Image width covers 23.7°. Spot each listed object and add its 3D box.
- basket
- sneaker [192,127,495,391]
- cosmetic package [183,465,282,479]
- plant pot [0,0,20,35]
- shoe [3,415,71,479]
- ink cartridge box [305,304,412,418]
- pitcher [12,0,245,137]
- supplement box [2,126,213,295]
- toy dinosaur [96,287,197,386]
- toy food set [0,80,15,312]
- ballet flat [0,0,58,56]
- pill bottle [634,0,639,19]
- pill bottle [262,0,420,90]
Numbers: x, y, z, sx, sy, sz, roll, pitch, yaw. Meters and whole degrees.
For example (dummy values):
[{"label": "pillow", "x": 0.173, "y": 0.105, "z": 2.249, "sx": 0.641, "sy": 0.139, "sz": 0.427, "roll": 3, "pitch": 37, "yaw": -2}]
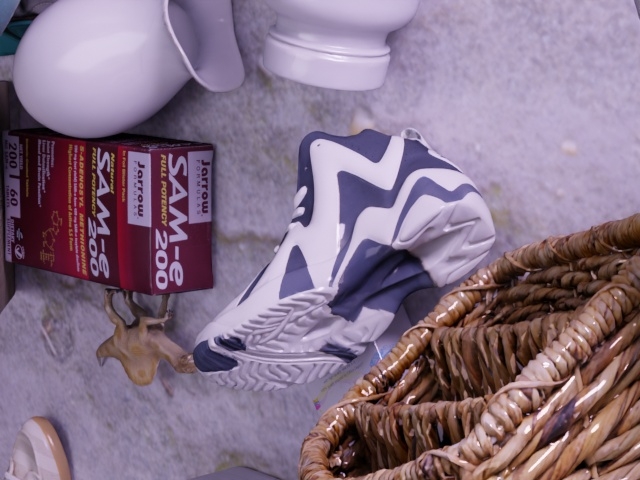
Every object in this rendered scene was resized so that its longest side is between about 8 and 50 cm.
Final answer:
[{"label": "basket", "x": 0.095, "y": 0.111, "z": 0.914, "sx": 0.299, "sy": 0.213, "sz": 0.223, "roll": 162, "pitch": 99, "yaw": -74}, {"label": "sneaker", "x": 0.000, "y": 0.000, "z": 1.109, "sx": 0.235, "sy": 0.094, "sz": 0.153, "roll": -38, "pitch": 40, "yaw": 13}, {"label": "cosmetic package", "x": -0.086, "y": 0.285, "z": 1.220, "sx": 0.151, "sy": 0.183, "sz": 0.151, "roll": 11, "pitch": 103, "yaw": 46}, {"label": "plant pot", "x": -0.343, "y": -0.329, "z": 1.325, "sx": 0.290, "sy": 0.195, "sz": 0.290, "roll": -48, "pitch": 31, "yaw": 43}, {"label": "shoe", "x": -0.294, "y": 0.288, "z": 1.543, "sx": 0.076, "sy": 0.058, "sz": 0.219, "roll": 11, "pitch": 103, "yaw": 46}, {"label": "ink cartridge box", "x": 0.035, "y": 0.102, "z": 1.160, "sx": 0.088, "sy": 0.052, "sz": 0.122, "roll": -38, "pitch": 68, "yaw": 43}, {"label": "pitcher", "x": -0.163, "y": -0.185, "z": 1.304, "sx": 0.207, "sy": 0.125, "sz": 0.178, "roll": -14, "pitch": 64, "yaw": 38}, {"label": "supplement box", "x": -0.196, "y": -0.031, "z": 1.381, "sx": 0.239, "sy": 0.073, "sz": 0.130, "roll": 9, "pitch": 103, "yaw": 46}, {"label": "toy dinosaur", "x": -0.173, "y": 0.087, "z": 1.387, "sx": 0.183, "sy": 0.053, "sz": 0.093, "roll": -1, "pitch": 96, "yaw": 48}, {"label": "toy food set", "x": -0.348, "y": -0.041, "z": 1.440, "sx": 0.306, "sy": 0.092, "sz": 0.220, "roll": -129, "pitch": 38, "yaw": -81}, {"label": "ballet flat", "x": -0.290, "y": -0.221, "z": 1.476, "sx": 0.213, "sy": 0.072, "sz": 0.068, "roll": 2, "pitch": 69, "yaw": 47}, {"label": "pill bottle", "x": 0.263, "y": -0.017, "z": 0.741, "sx": 0.176, "sy": 0.176, "sz": 0.319, "roll": -13, "pitch": 103, "yaw": 48}, {"label": "pill bottle", "x": 0.020, "y": -0.222, "z": 1.080, "sx": 0.121, "sy": 0.121, "sz": 0.216, "roll": 27, "pitch": 114, "yaw": 42}]
